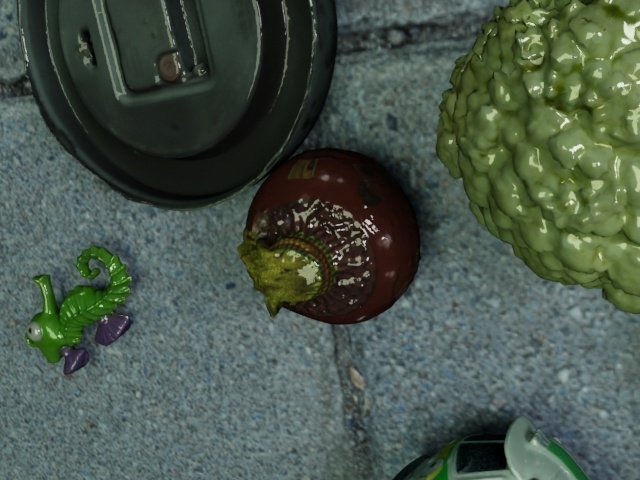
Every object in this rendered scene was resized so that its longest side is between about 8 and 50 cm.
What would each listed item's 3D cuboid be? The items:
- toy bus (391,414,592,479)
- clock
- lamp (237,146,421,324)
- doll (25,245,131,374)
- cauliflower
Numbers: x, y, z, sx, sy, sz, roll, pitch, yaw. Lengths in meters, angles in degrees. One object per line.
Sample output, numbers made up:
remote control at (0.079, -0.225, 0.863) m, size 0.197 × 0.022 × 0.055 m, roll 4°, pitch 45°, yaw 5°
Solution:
toy bus at (0.188, 0.284, 0.672) m, size 0.164 × 0.133 × 0.276 m, roll -41°, pitch 80°, yaw 22°
clock at (-0.136, -0.190, 0.738) m, size 0.325 × 0.067 × 0.325 m, roll 8°, pitch 109°, yaw 25°
lamp at (0.004, 0.003, 0.689) m, size 0.156 × 0.135 × 0.157 m, roll 29°, pitch 115°, yaw 16°
doll at (-0.271, 0.075, 0.905) m, size 0.190 × 0.050 × 0.115 m, roll -35°, pitch 96°, yaw 30°
cauliflower at (0.226, -0.078, 0.498) m, size 0.281 × 0.327 × 0.260 m, roll -39°, pitch 104°, yaw -12°
